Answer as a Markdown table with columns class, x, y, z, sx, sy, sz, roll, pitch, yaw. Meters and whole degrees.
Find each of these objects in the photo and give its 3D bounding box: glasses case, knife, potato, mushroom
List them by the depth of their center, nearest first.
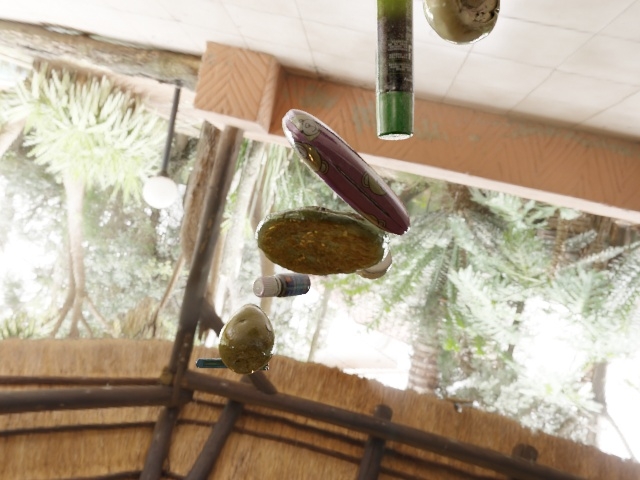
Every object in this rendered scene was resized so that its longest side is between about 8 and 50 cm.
| class | x | y | z | sx | sy | sz | roll | pitch | yaw |
| --- | --- | --- | --- | --- | --- | --- | --- | --- | --- |
| glasses case | 0.053 | -0.111 | 0.849 | 0.316 | 0.076 | 0.123 | 38 | -166 | -36 |
| mushroom | 0.263 | -0.439 | 0.881 | 0.154 | 0.154 | 0.122 | 13 | 168 | -22 |
| potato | -0.199 | 0.264 | 1.343 | 0.157 | 0.157 | 0.194 | 13 | -146 | -11 |
| knife | -0.287 | 0.417 | 1.627 | 0.297 | 0.044 | 0.026 | 13 | 174 | -44 |

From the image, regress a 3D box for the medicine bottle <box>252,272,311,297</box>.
| class | x | y | z | sx | sy | sz | roll | pitch | yaw |
| --- | --- | --- | --- | --- | --- | --- | --- | --- | --- |
| medicine bottle | -0.129 | 0.149 | 1.609 | 0.203 | 0.083 | 0.084 | -1 | -169 | -44 |

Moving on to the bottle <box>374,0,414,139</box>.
| class | x | y | z | sx | sy | sz | roll | pitch | yaw |
| --- | --- | --- | --- | --- | --- | --- | --- | --- | --- |
| bottle | 0.176 | -0.410 | 1.146 | 0.093 | 0.329 | 0.093 | -1 | -179 | 0 |

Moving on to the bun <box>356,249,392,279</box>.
| class | x | y | z | sx | sy | sz | roll | pitch | yaw |
| --- | --- | --- | --- | --- | --- | --- | --- | --- | --- |
| bun | 0.152 | 0.068 | 1.521 | 0.138 | 0.138 | 0.094 | 13 | 145 | -2 |

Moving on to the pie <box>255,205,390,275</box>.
| class | x | y | z | sx | sy | sz | roll | pitch | yaw |
| --- | --- | --- | --- | --- | --- | --- | --- | --- | --- |
| pie | 0.000 | 0.000 | 1.094 | 0.324 | 0.070 | 0.323 | 5 | 153 | 2 |
